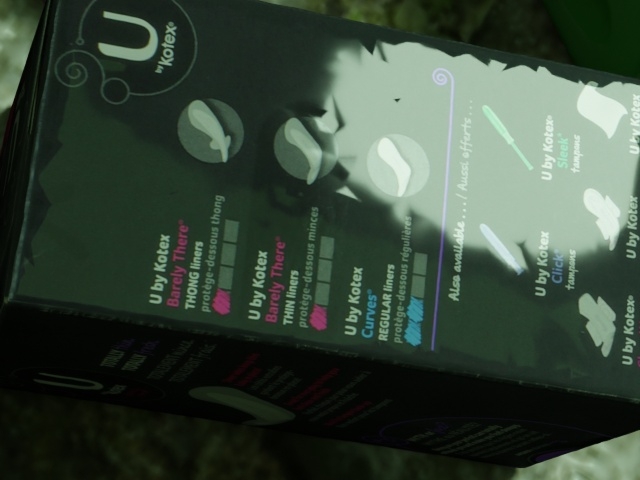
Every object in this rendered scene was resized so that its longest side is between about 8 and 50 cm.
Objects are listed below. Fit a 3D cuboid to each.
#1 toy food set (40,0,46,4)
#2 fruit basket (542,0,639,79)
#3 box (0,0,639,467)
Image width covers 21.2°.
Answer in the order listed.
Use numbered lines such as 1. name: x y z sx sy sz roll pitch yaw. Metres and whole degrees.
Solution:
1. toy food set: -0.087 -0.114 0.794 0.122 0.019 0.078 29 100 -4
2. fruit basket: 0.323 -0.151 0.804 0.392 0.283 0.392 4 61 -7
3. box: 0.000 0.000 0.727 0.270 0.165 0.143 10 72 -14
